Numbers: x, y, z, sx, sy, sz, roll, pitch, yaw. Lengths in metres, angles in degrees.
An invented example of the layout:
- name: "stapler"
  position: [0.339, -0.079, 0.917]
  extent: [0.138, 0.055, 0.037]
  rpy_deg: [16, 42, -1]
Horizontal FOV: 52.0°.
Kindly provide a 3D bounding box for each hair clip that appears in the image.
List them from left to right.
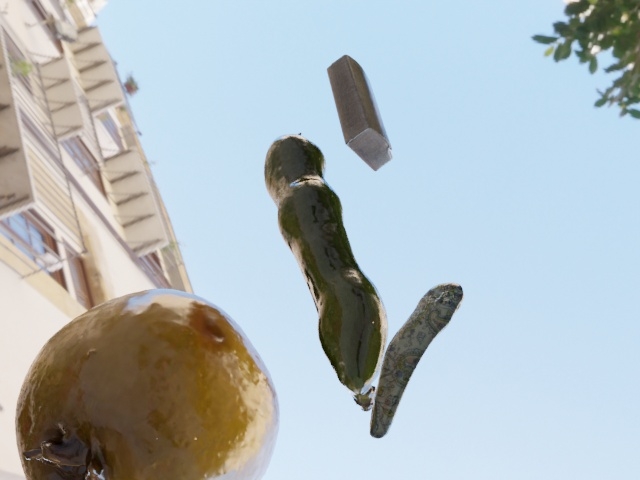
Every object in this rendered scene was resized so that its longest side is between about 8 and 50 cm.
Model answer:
- name: "hair clip"
  position: [0.116, 0.146, 0.841]
  extent: [0.066, 0.036, 0.229]
  rpy_deg: [14, -111, 48]

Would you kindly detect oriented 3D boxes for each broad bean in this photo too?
- name: "broad bean"
  position: [0.000, -0.001, 0.466]
  extent: [0.052, 0.052, 0.256]
  rpy_deg: [-15, -132, -6]

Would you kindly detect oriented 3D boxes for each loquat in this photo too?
- name: "loquat"
  position: [-0.137, 0.142, 0.534]
  extent: [0.208, 0.208, 0.207]
  rpy_deg: [-3, -118, 6]

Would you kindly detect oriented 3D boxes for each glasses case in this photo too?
- name: "glasses case"
  position: [0.058, -0.193, 0.962]
  extent: [0.047, 0.071, 0.204]
  rpy_deg: [-35, -141, 22]
